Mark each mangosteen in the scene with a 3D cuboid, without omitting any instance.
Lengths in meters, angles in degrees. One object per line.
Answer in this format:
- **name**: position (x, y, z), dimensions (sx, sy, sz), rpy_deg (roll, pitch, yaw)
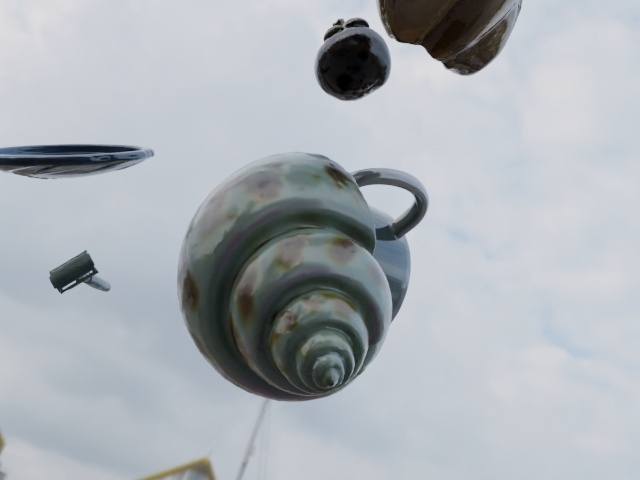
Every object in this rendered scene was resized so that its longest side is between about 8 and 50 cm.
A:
- **mangosteen**: position (0.050, -0.316, 1.473), dimensions (0.137, 0.151, 0.137), rpy_deg (-14, -24, -6)

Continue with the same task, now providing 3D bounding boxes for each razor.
- **razor**: position (-0.342, 0.059, 1.281), dimensions (0.040, 0.068, 0.135), rpy_deg (61, 1, 16)

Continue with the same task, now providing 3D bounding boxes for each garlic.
- **garlic**: position (0.182, -0.336, 1.098), dimensions (0.217, 0.228, 0.110), rpy_deg (18, 19, -27)

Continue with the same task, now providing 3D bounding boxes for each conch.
- **conch**: position (-0.033, 0.040, 0.888), dimensions (0.197, 0.249, 0.368), rpy_deg (13, 14, -43)

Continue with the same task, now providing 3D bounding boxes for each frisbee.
- **frisbee**: position (-0.421, -0.127, 1.424), dimensions (0.289, 0.049, 0.289), rpy_deg (0, 10, 0)

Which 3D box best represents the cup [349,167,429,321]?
- **cup**: position (0.000, 0.000, 1.366), dimensions (0.357, 0.259, 0.274), rpy_deg (-39, -37, 26)
